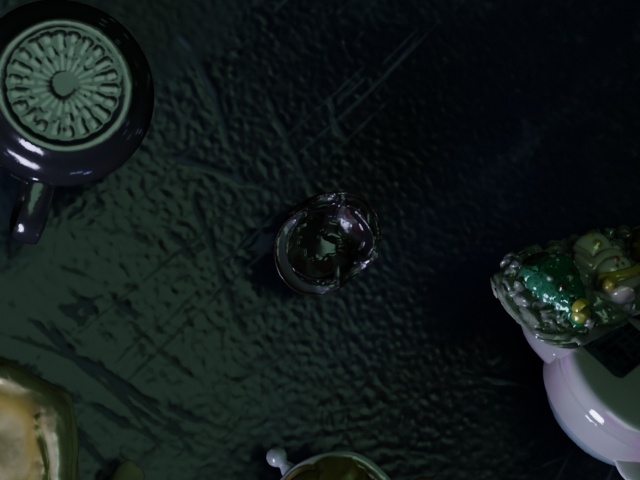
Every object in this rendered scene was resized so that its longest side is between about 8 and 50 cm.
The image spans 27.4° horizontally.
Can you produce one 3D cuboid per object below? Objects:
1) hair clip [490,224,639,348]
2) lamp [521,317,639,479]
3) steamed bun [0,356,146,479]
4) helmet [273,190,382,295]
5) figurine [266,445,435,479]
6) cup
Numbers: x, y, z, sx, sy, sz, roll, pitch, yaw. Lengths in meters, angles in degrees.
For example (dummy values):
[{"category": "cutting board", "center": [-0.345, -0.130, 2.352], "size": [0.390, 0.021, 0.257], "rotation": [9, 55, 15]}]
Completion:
[{"category": "hair clip", "center": [0.330, 0.027, 1.390], "size": [0.321, 0.091, 0.138], "rotation": [-10, 50, -39]}, {"category": "lamp", "center": [0.306, 0.149, 1.418], "size": [0.179, 0.108, 0.246], "rotation": [-22, 69, -46]}, {"category": "steamed bun", "center": [-0.260, 0.324, 1.194], "size": [0.247, 0.189, 0.428], "rotation": [1, 75, 21]}, {"category": "helmet", "center": [0.000, 0.000, 1.358], "size": [0.123, 0.070, 0.098], "rotation": [-30, 104, -13]}, {"category": "figurine", "center": [0.061, 0.313, 1.322], "size": [0.274, 0.133, 0.194], "rotation": [22, 101, -21]}, {"category": "cup", "center": [-0.257, -0.106, 1.230], "size": [0.169, 0.176, 0.223], "rotation": [16, 83, -18]}]
